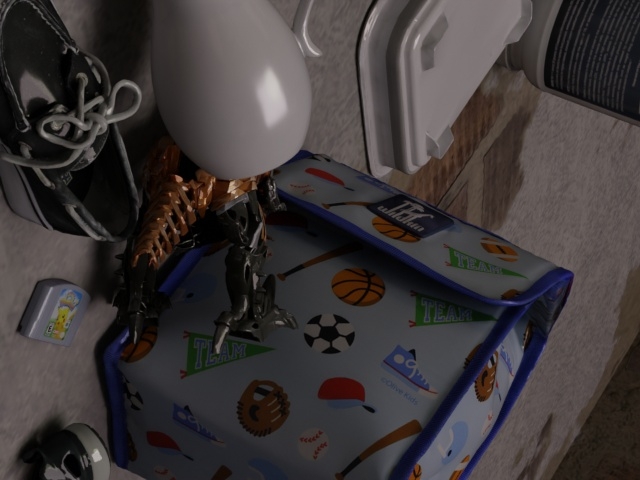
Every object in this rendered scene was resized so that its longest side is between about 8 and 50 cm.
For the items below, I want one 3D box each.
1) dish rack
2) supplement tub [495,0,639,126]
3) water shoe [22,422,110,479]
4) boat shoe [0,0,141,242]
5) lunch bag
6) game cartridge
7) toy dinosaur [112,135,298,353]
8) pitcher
[{"bbox_3d":[0.157,-0.246,2.213,0.333,0.072,0.285,-56,156,-29],"label":"dish rack"},{"bbox_3d":[0.371,-0.253,2.432,0.191,0.272,0.191,-51,154,-37],"label":"supplement tub"},{"bbox_3d":[-0.243,0.256,1.793,0.080,0.073,0.203,-20,130,-33],"label":"water shoe"},{"bbox_3d":[-0.200,-0.095,1.456,0.113,0.105,0.306,-55,156,-29],"label":"boat shoe"},{"bbox_3d":[0.026,0.094,1.895,0.385,0.327,0.239,-50,157,-35],"label":"lunch bag"},{"bbox_3d":[-0.227,0.061,1.678,0.056,0.017,0.083,-70,159,-1],"label":"game cartridge"},{"bbox_3d":[-0.114,-0.027,1.706,0.322,0.164,0.218,-19,118,-55],"label":"toy dinosaur"},{"bbox_3d":[-0.058,-0.166,1.565,0.125,0.177,0.207,-110,-178,-64],"label":"pitcher"}]
